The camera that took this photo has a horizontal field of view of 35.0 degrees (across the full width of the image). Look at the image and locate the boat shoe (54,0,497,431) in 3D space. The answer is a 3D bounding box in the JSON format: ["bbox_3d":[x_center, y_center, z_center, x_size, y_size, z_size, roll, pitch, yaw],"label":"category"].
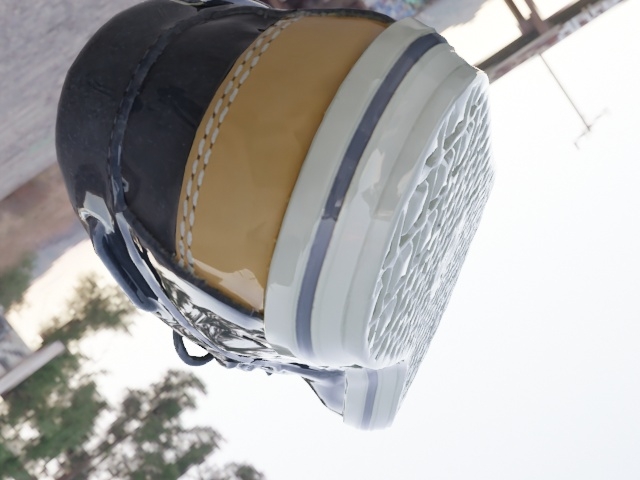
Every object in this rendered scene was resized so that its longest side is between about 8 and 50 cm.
[{"bbox_3d":[0.000,0.000,0.570,0.500,0.156,0.187,51,61,-76],"label":"boat shoe"}]
